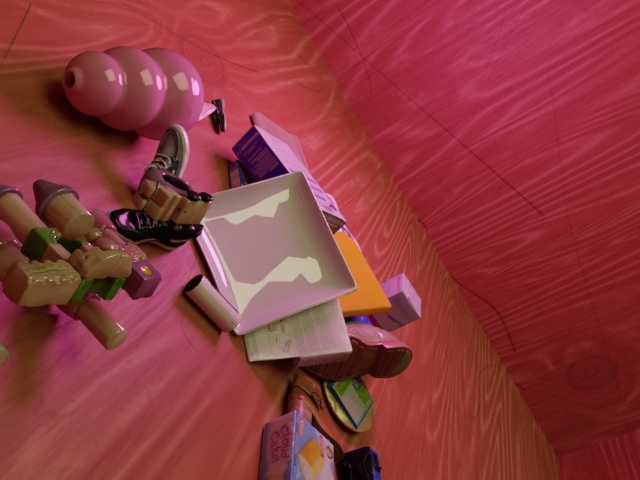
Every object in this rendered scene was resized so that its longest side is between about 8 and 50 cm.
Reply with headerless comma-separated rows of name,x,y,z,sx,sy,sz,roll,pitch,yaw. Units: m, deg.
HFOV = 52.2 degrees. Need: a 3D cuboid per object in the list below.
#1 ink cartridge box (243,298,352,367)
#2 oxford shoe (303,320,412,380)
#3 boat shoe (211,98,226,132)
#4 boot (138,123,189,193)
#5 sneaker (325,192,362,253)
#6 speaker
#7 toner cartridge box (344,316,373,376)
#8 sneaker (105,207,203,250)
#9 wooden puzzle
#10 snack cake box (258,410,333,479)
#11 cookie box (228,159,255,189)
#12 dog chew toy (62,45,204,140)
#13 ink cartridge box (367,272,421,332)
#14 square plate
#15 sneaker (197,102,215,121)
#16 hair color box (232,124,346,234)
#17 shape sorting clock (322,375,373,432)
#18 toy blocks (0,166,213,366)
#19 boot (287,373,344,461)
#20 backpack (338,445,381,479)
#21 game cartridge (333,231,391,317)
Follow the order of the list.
ink cartridge box,-0.083,0.166,1.613,0.261,0.066,0.296,-3,57,-20
oxford shoe,0.065,0.288,1.779,0.397,0.140,0.146,17,17,-37
boat shoe,-0.299,-0.368,1.924,0.046,0.038,0.125,110,-27,-59
boot,-0.339,-0.156,1.403,0.086,0.069,0.189,-16,118,-67
sneaker,0.000,-0.001,2.059,0.236,0.130,0.322,-17,83,-59
speaker,-0.232,0.136,1.411,0.136,0.055,0.055,51,23,-25
toner cartridge box,0.065,0.223,1.964,0.347,0.075,0.165,58,22,-9
sneaker,-0.325,-0.046,1.330,0.217,0.121,0.079,17,47,-62
wooden puzzle,-0.136,-0.307,2.230,0.239,0.044,0.220,20,46,-54
snack cake box,-0.047,0.503,1.325,0.152,0.089,0.264,48,25,-30
cookie box,-0.214,-0.161,1.851,0.092,0.040,0.107,37,31,-46
dog chew toy,-0.407,-0.324,1.411,0.332,0.207,0.206,-9,71,-59
ink cartridge box,0.240,0.221,2.231,0.127,0.176,0.128,54,22,-18
square plate,-0.124,0.022,1.592,0.344,0.049,0.347,-19,77,-29
sneaker,-0.339,-0.375,1.818,0.070,0.051,0.134,61,24,-16
hair color box,-0.090,-0.156,1.848,0.339,0.110,0.185,52,16,27
shape sorting clock,0.075,0.424,1.778,0.206,0.040,0.206,41,32,-33
toy blocks,-0.386,-0.020,0.937,0.260,0.309,0.289,41,16,21
boot,-0.006,0.420,1.557,0.197,0.073,0.152,54,17,-25
backpack,0.106,0.576,1.578,0.101,0.098,0.120,49,23,-38
game cartridge,0.024,0.094,1.847,0.324,0.052,0.285,2,51,-46
